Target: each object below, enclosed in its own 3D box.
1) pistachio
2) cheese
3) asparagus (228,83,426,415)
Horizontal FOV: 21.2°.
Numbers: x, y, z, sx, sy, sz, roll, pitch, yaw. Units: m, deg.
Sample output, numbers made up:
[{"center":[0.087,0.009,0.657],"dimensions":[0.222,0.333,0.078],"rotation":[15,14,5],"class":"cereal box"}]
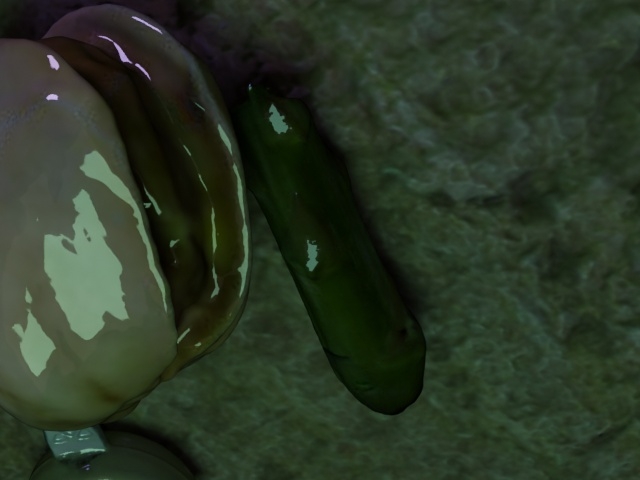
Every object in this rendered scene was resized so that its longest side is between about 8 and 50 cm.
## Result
[{"center":[-0.159,-0.007,1.210],"dimensions":[0.238,0.229,0.321],"rotation":[24,128,26],"class":"pistachio"},{"center":[-0.214,0.212,1.505],"dimensions":[0.163,0.071,0.249],"rotation":[-28,126,23],"class":"cheese"},{"center":[0.002,-0.001,1.298],"dimensions":[0.082,0.085,0.343],"rotation":[-17,128,12],"class":"asparagus"}]
